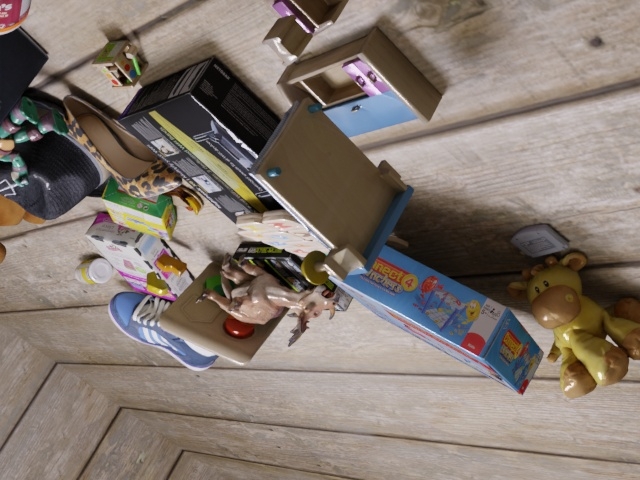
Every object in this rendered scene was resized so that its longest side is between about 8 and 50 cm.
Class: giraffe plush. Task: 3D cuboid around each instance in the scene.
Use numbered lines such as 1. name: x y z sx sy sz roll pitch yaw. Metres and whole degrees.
1. giraffe plush: 0.385 0.109 1.517 0.170 0.181 0.210 49 -175 -18

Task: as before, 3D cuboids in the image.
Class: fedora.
1. fedora: -0.550 -0.140 1.989 0.334 0.152 0.334 23 155 11

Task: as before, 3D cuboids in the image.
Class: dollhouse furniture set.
1. dollhouse furniture set: -0.038 -0.132 1.287 0.286 0.303 0.198 41 152 -26

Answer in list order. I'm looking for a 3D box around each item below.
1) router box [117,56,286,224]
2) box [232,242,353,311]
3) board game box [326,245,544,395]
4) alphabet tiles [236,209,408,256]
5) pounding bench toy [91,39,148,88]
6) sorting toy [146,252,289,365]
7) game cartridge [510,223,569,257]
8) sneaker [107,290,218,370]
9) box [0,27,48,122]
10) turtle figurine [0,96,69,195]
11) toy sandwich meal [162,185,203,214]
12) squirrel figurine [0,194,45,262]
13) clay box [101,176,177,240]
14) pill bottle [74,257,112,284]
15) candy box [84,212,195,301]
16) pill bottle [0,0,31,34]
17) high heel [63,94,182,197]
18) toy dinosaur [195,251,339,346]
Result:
1. router box: -0.149 -0.147 1.639 0.309 0.081 0.243 43 152 -27
2. box: -0.056 0.075 2.012 0.184 0.045 0.191 1 144 50
3. board game box: 0.189 0.119 1.626 0.308 0.086 0.302 28 174 27
4. alphabet tiles: 0.000 0.000 1.710 0.284 0.021 0.278 20 164 -41
5. pounding bench toy: -0.308 -0.279 1.588 0.083 0.052 0.065 5 146 41
6. sorting toy: -0.236 0.124 2.095 0.307 0.229 0.041 23 130 12
7. game cartridge: 0.328 0.000 1.499 0.056 0.017 0.083 34 155 -19
8. sneaker: -0.377 0.186 2.488 0.323 0.130 0.236 33 146 3
9. box: -0.713 -0.224 1.705 0.293 0.395 0.212 0 144 48
10. turtle figurine: -0.576 -0.162 1.782 0.118 0.234 0.175 59 -161 6
11. toy sandwich meal: -0.271 -0.078 1.960 0.086 0.029 0.085 23 155 12
12. squirrel figurine: -0.854 -0.036 2.242 0.281 0.370 0.397 25 155 8
13. clay box: -0.362 -0.057 2.014 0.127 0.053 0.222 19 168 -1
14. pill bottle: -0.586 0.081 2.552 0.065 0.065 0.116 42 153 -26
15. candy box: -0.411 0.041 2.285 0.159 0.071 0.233 12 151 32
16. pill bottle: -0.476 -0.401 1.449 0.121 0.121 0.221 33 155 -9
17. high heel: -0.358 -0.171 1.768 0.261 0.093 0.186 19 150 46
18. toy dinosaur: -0.116 0.126 1.984 0.200 0.127 0.296 33 163 -28
